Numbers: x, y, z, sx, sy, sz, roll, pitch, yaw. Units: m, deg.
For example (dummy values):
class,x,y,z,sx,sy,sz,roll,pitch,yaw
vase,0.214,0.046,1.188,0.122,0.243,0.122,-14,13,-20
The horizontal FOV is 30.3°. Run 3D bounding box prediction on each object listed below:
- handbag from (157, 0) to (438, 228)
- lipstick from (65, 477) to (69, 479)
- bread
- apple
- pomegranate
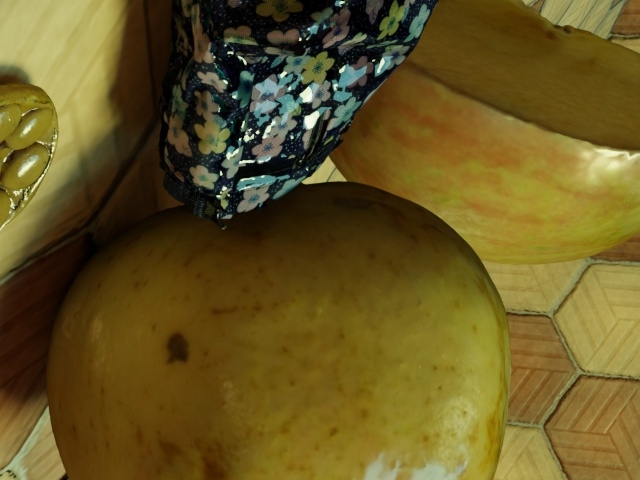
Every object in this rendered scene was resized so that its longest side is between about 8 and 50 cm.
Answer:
class,x,y,z,sx,sy,sz,roll,pitch,yaw
handbag,-0.014,-0.125,0.708,0.229,0.127,0.208,-46,171,-39
lipstick,-0.209,0.220,1.096,0.131,0.038,0.038,-48,166,-30
bread,-0.172,-0.033,0.587,0.110,0.024,0.110,-51,166,-18
apple,0.170,-0.100,1.054,0.252,0.309,0.314,-52,166,-9
pomegranate,-0.030,0.083,0.827,0.342,0.342,0.342,-51,168,-16
